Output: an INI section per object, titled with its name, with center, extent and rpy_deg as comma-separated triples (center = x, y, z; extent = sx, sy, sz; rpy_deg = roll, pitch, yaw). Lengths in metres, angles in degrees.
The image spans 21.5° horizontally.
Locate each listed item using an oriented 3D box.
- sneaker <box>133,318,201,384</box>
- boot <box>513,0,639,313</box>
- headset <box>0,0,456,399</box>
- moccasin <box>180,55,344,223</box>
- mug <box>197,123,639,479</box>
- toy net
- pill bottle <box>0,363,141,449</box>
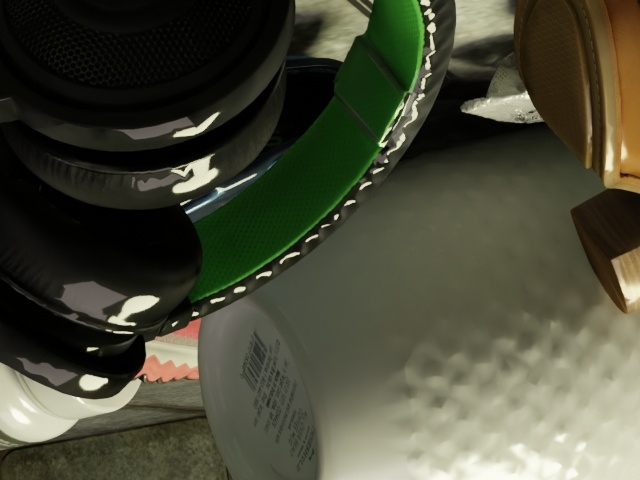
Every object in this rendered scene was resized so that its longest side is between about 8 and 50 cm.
[sneaker]
center = -0.086, 0.055, 1.452
extent = 0.116, 0.136, 0.314
rpy_deg = 34, -169, 32
[boot]
center = 0.241, -0.092, 0.968
extent = 0.220, 0.109, 0.283
rpy_deg = -29, 131, -2
[headset]
center = -0.117, -0.057, 0.734
extent = 0.394, 0.185, 0.243
rpy_deg = -17, 145, -42
[moccasin]
center = -0.136, -0.055, 0.910
extent = 0.342, 0.138, 0.117
rpy_deg = -19, 170, -23
[mug]
center = 0.079, 0.098, 1.210
extent = 0.328, 0.276, 0.374
rpy_deg = -14, 155, -30
[toy net]
center = 0.192, -0.102, 1.083
extent = 0.232, 0.045, 0.122
rpy_deg = -3, 171, -18
[pill bottle]
center = -0.306, 0.111, 1.513
extent = 0.283, 0.161, 0.161
rpy_deg = -14, 168, 30
